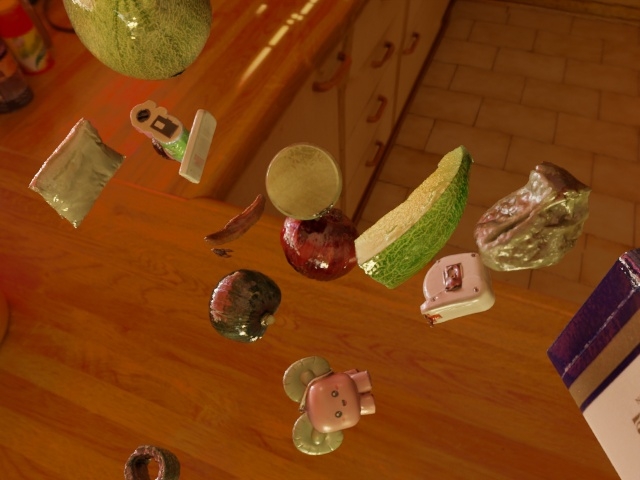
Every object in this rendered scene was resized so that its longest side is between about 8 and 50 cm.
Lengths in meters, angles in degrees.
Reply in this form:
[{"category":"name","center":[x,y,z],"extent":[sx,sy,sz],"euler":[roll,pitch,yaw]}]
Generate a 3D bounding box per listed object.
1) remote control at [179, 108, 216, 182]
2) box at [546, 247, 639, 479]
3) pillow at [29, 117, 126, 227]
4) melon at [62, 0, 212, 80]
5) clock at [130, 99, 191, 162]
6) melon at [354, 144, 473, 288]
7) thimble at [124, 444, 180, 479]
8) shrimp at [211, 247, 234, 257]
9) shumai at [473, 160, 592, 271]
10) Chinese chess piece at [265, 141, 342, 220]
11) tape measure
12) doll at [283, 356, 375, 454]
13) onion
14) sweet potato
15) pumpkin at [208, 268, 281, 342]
[{"category":"remote control","center":[-0.328,-0.254,1.251],"extent":[0.029,0.087,0.190],"euler":[14,85,11]},{"category":"box","center":[0.308,0.150,0.384],"extent":[0.071,0.168,0.259],"euler":[1,42,-10]},{"category":"pillow","center":[-0.473,-0.131,0.904],"extent":[0.078,0.134,0.181],"euler":[19,69,10]},{"category":"melon","center":[-0.182,-0.237,0.476],"extent":[0.139,0.139,0.192],"euler":[-16,11,-8]},{"category":"clock","center":[-0.441,-0.298,1.370],"extent":[0.194,0.195,0.100],"euler":[33,80,15]},{"category":"melon","center":[0.217,-0.049,0.961],"extent":[0.323,0.196,0.124],"euler":[-48,60,8]},{"category":"thimble","center":[-0.457,0.629,1.267],"extent":[0.135,0.090,0.118],"euler":[21,67,26]},{"category":"shrimp","center":[-0.400,0.052,1.907],"extent":[0.092,0.029,0.038],"euler":[3,89,-19]},{"category":"shumai","center":[0.476,-0.061,1.098],"extent":[0.260,0.222,0.225],"euler":[-23,28,-3]},{"category":"Chinese chess piece","center":[-0.048,-0.171,1.376],"extent":[0.237,0.092,0.238],"euler":[0,95,3]},{"category":"tape measure","center":[0.514,0.178,1.769],"extent":[0.258,0.130,0.265],"euler":[-24,43,32]},{"category":"doll","center":[0.025,0.496,1.435],"extent":[0.268,0.216,0.284],"euler":[-7,79,-15]},{"category":"onion","center":[0.000,0.000,1.515],"extent":[0.276,0.276,0.276],"euler":[-2,54,2]},{"category":"sweet potato","center":[-0.232,-0.042,1.296],"extent":[0.058,0.078,0.255],"euler":[34,47,14]},{"category":"pumpkin","center":[-0.319,0.249,1.833],"extent":[0.263,0.197,0.293],"euler":[16,79,42]}]
